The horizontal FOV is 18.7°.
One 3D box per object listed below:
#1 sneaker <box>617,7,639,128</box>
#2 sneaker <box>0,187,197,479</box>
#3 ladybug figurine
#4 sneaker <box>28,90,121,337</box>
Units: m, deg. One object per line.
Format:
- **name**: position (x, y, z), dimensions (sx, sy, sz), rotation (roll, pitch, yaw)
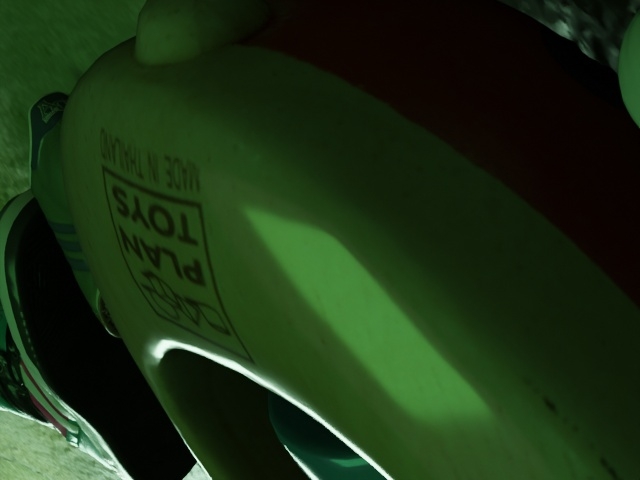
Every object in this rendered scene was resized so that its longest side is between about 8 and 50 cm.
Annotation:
- **sneaker**: position (0.165, -0.039, 0.455), dimensions (0.236, 0.095, 0.104), rotation (35, 149, 37)
- **sneaker**: position (-0.196, 0.048, 1.361), dimensions (0.178, 0.124, 0.295), rotation (23, 151, 33)
- **ladybug figurine**: position (0.073, 0.068, 0.714), dimensions (0.305, 0.162, 0.449), rotation (23, 151, 48)
- **sneaker**: position (-0.137, -0.021, 1.189), dimensions (0.086, 0.064, 0.192), rotation (49, 162, 25)
